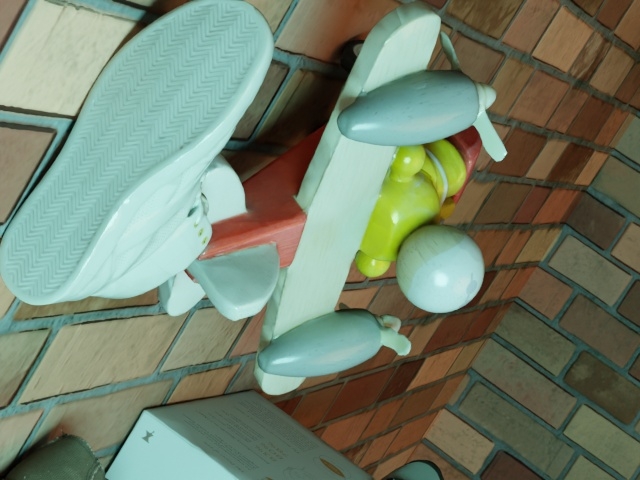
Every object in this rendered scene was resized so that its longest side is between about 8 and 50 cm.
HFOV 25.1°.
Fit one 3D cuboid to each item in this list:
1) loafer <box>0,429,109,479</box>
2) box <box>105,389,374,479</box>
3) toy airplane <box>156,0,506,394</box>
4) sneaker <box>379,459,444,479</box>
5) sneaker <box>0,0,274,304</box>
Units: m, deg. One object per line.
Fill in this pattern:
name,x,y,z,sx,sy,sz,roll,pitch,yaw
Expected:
loafer,-0.248,0.319,1.522,0.130,0.134,0.366,-49,162,-25
box,-0.105,0.321,1.771,0.168,0.215,0.345,-58,163,8
toy airplane,0.030,-0.018,1.396,0.384,0.272,0.386,-54,164,-2
sneaker,0.086,0.355,1.830,0.271,0.100,0.108,-36,149,-49
sneaker,-0.125,-0.068,1.175,0.292,0.108,0.169,-48,163,12
